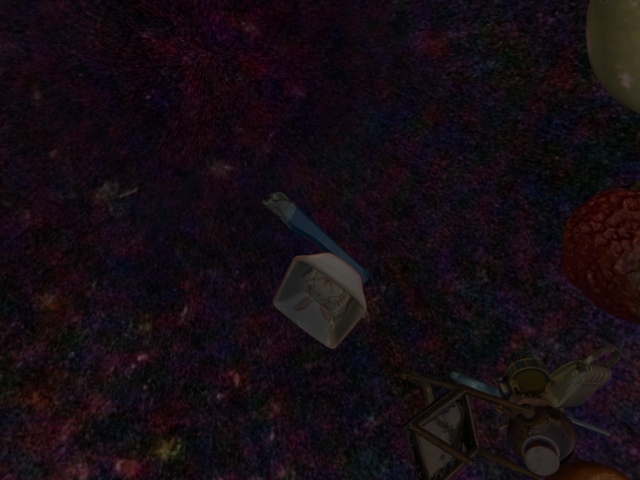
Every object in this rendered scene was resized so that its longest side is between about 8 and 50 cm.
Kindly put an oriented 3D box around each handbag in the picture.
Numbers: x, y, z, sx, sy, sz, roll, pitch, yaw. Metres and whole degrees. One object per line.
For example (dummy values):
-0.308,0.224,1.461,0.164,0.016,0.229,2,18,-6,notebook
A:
0.716,0.359,1.381,0.256,0.079,0.219,18,117,-47,handbag

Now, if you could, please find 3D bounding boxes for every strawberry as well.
0.686,0.041,1.163,0.310,0.292,0.291,-37,119,-37,strawberry

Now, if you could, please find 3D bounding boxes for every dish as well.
0.011,0.092,0.918,0.154,0.064,0.234,37,144,6,dish

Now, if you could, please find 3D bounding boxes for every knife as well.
-0.002,0.000,0.988,0.296,0.026,0.044,42,63,-30,knife

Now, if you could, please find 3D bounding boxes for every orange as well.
0.633,0.649,1.201,0.249,0.249,0.183,-24,136,-3,orange

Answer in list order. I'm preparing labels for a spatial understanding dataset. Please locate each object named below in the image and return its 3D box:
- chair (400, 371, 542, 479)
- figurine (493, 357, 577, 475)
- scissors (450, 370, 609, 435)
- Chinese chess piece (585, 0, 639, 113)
0.240,0.375,0.961,0.166,0.272,0.188,-27,110,-28,chair
0.486,0.404,1.150,0.161,0.275,0.158,0,120,2,figurine
0.582,0.453,1.404,0.447,0.192,0.029,20,81,2,scissors
0.418,-0.252,0.544,0.251,0.101,0.250,-6,121,-10,Chinese chess piece
